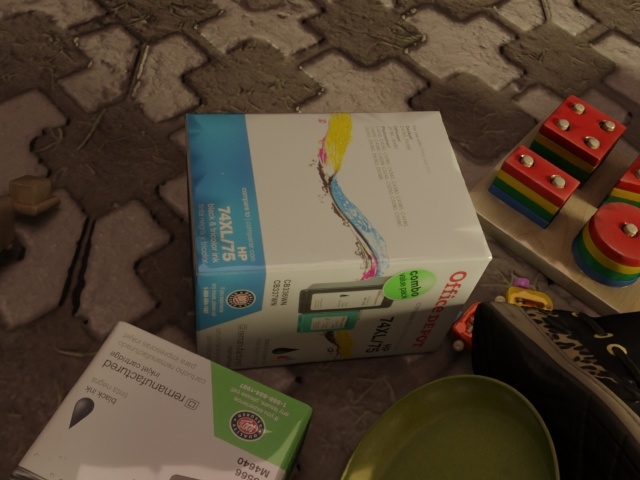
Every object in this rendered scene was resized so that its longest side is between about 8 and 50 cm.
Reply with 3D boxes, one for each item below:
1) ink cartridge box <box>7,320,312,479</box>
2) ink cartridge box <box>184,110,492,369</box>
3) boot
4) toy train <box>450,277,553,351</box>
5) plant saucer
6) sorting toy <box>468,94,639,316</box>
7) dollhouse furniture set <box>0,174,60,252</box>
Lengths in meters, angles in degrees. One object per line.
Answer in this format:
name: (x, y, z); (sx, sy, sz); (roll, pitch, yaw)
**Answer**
ink cartridge box: (-0.152, 0.236, 0.554); (0.198, 0.114, 0.273); (23, 54, 7)
ink cartridge box: (0.000, 0.000, 0.700); (0.270, 0.198, 0.197); (-3, 54, -11)
boot: (0.322, 0.158, 0.565); (0.284, 0.138, 0.377); (-3, 20, -11)
toy train: (0.228, 0.116, 0.754); (0.166, 0.046, 0.125); (37, 67, 14)
plant saucer: (0.102, 0.229, 0.563); (0.037, 0.241, 0.241); (39, 49, -25)
sorting toy: (0.363, -0.061, 0.874); (0.255, 0.089, 0.257); (38, 57, 17)
dollhouse furniture set: (-0.507, 0.038, 0.686); (0.303, 0.173, 0.355); (12, 23, 14)
